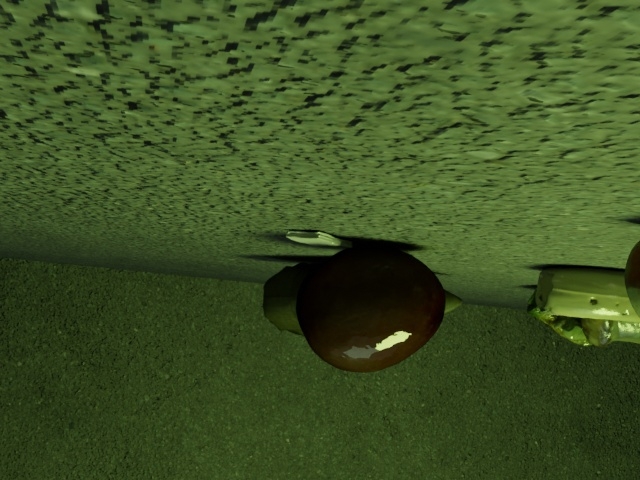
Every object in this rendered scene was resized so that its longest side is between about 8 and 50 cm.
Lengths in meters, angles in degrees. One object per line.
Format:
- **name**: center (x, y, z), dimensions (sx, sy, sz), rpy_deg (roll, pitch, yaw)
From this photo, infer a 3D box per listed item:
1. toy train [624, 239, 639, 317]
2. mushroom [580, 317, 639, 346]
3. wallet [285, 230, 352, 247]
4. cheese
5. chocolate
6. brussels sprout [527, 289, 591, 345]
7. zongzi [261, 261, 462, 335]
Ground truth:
- **toy train**: center (0.333, 0.034, 0.419), dimensions (0.177, 0.116, 0.285), rpy_deg (21, 170, -20)
- **mushroom**: center (0.594, 0.135, 1.157), dimensions (0.312, 0.081, 0.099), rpy_deg (2, 138, 1)
- **wallet**: center (0.000, 0.000, 0.767), dimensions (0.044, 0.011, 0.083), rpy_deg (2, 173, 29)
- **cheese**: center (0.395, 0.075, 0.885), dimensions (0.228, 0.064, 0.137), rpy_deg (7, 177, -1)
- **chocolate**: center (0.066, 0.082, 0.811), dimensions (0.177, 0.176, 0.177), rpy_deg (5, 174, 1)
- **brussels sprout**: center (0.462, 0.136, 1.281), dimensions (0.181, 0.100, 0.139), rpy_deg (9, -177, -44)
- **zongzi**: center (0.065, 0.100, 1.162), dimensions (0.274, 0.125, 0.251), rpy_deg (3, 176, -44)
